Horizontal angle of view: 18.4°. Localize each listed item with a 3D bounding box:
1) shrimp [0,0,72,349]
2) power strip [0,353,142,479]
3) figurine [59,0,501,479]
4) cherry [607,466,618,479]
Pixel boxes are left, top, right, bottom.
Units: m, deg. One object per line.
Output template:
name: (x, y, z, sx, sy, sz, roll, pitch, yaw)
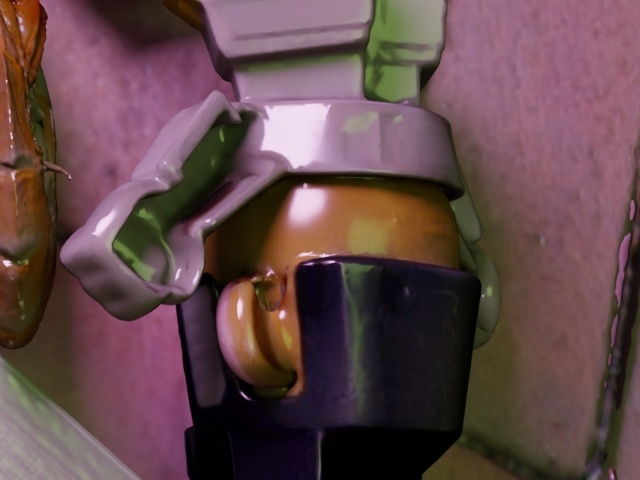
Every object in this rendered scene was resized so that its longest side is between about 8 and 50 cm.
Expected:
shrimp: (-0.137, -0.056, 0.861, 0.051, 0.115, 0.217, 1, 61, -18)
power strip: (-0.157, 0.097, 0.840, 0.338, 0.058, 0.098, 45, 57, -16)
figurine: (-0.001, -0.001, 0.917, 0.308, 0.143, 0.308, 9, 74, -35)
cherry: (0.093, 0.255, 0.896, 0.250, 0.175, 0.192, -32, 72, -18)
